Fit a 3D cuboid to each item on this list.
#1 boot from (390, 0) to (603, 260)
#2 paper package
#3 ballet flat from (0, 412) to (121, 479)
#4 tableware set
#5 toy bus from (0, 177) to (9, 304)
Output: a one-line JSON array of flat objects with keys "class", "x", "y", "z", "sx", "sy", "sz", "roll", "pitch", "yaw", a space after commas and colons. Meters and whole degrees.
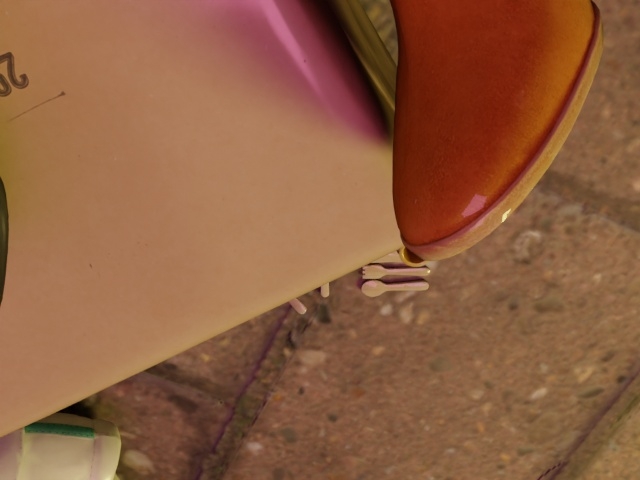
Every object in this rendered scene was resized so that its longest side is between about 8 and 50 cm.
[{"class": "boot", "x": 0.023, "y": -0.160, "z": 0.426, "sx": 0.211, "sy": 0.295, "sz": 0.104, "roll": 34, "pitch": 149, "yaw": -28}, {"class": "paper package", "x": -0.147, "y": -0.085, "z": 0.525, "sx": 0.325, "sy": 0.168, "sz": 0.309, "roll": -26, "pitch": 119, "yaw": 14}, {"class": "ballet flat", "x": -0.192, "y": 0.295, "z": 0.802, "sx": 0.139, "sy": 0.139, "sz": 0.400, "roll": 2, "pitch": 122, "yaw": -1}, {"class": "tableware set", "x": 0.000, "y": 0.000, "z": 0.663, "sx": 0.154, "sy": 0.024, "sz": 0.104, "roll": -1, "pitch": 122, "yaw": 1}, {"class": "toy bus", "x": -0.187, "y": -0.038, "z": 0.335, "sx": 0.150, "sy": 0.220, "sz": 0.211, "roll": 7, "pitch": 116, "yaw": -9}]
